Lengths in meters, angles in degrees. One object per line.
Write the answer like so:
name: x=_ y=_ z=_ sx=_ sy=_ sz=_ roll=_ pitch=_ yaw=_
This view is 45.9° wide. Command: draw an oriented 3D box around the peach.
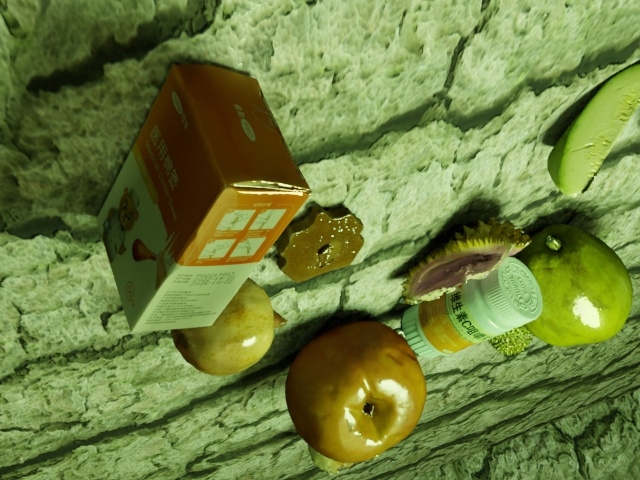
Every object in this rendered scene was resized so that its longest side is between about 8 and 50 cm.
peach: x=0.077 y=0.355 z=1.820 sx=0.342 sy=0.301 sz=0.343 roll=-8 pitch=114 yaw=-18

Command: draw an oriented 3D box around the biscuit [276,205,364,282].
biscuit: x=-0.001 y=-0.002 z=1.470 sx=0.182 sy=0.034 sz=0.215 roll=-19 pitch=147 yaw=-11

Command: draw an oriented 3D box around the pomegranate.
pomegranate: x=-0.186 y=0.156 z=1.439 sx=0.207 sy=0.207 sz=0.207 roll=-18 pitch=149 yaw=-11

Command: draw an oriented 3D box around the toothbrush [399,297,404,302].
toothbrush: x=0.285 y=0.118 z=1.876 sx=0.193 sy=0.013 sz=0.019 roll=-19 pitch=145 yaw=-8

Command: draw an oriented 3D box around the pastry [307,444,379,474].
pastry: x=0.079 y=0.570 z=2.283 sx=0.256 sy=0.170 sz=0.237 roll=-16 pitch=-171 yaw=-8

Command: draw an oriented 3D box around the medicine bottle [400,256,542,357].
medicine bottle: x=0.349 y=0.169 z=1.791 sx=0.158 sy=0.158 sz=0.318 roll=5 pitch=153 yaw=-40

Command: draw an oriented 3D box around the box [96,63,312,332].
box: x=-0.180 y=-0.051 z=1.082 sx=0.143 sy=0.225 sz=0.341 roll=-1 pitch=143 yaw=-38

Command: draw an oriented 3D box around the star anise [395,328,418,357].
star anise: x=0.266 y=0.264 z=2.038 sx=0.180 sy=0.061 sz=0.204 roll=-22 pitch=146 yaw=19

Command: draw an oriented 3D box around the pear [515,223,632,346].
pear: x=0.599 y=0.101 z=1.839 sx=0.287 sy=0.287 sz=0.375 roll=-29 pitch=131 yaw=7

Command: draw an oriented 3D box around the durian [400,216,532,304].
durian: x=0.317 y=0.031 z=1.679 sx=0.341 sy=0.112 sz=0.191 roll=-34 pitch=-179 yaw=42

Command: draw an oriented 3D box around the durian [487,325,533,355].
durian: x=0.529 y=0.239 z=2.105 sx=0.159 sy=0.146 sz=0.198 roll=-34 pitch=152 yaw=11

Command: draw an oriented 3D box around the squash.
squash: x=0.536 y=-0.223 z=1.435 sx=0.169 sy=0.093 sz=0.252 roll=-59 pitch=179 yaw=-44
